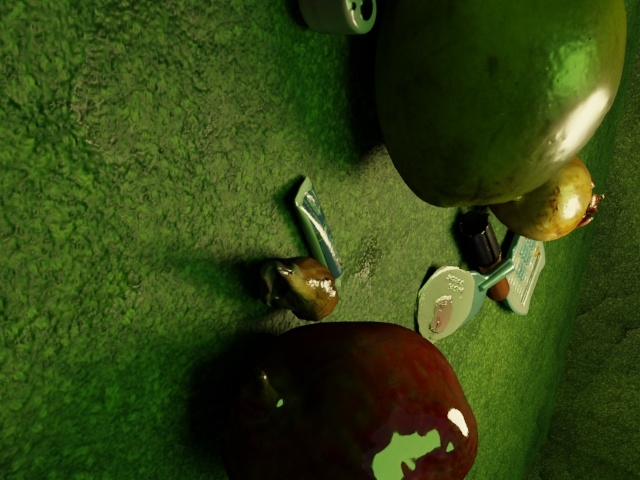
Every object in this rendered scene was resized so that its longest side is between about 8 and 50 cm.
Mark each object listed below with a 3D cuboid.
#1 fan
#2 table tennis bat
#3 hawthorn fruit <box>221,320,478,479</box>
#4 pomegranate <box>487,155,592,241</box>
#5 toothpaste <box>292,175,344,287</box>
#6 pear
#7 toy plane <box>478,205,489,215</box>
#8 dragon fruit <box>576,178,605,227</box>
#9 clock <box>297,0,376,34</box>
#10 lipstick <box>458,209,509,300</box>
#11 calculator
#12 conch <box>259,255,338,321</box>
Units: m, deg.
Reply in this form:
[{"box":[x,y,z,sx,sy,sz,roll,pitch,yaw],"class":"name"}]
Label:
[{"box":[0.248,0.203,1.189,0.182,0.010,0.310,20,95,-35],"class":"fan"},{"box":[0.355,0.115,1.252,0.237,0.038,0.149,-34,127,-11],"class":"table tennis bat"},{"box":[0.030,0.248,0.694,0.325,0.308,0.308,-8,111,-43],"class":"hawthorn fruit"},{"box":[0.498,-0.119,1.245,0.248,0.248,0.248,-27,125,-47],"class":"pomegranate"},{"box":[0.000,0.000,0.768,0.057,0.035,0.197,-65,147,-40],"class":"toothpaste"},{"box":[0.248,-0.246,0.763,0.352,0.352,0.413,-20,123,-50],"class":"pear"},{"box":[0.384,-0.048,1.289,0.083,0.033,0.080,-21,109,-49],"class":"toy plane"},{"box":[0.624,-0.109,1.427,0.192,0.274,0.193,30,106,-19],"class":"dragon fruit"},{"box":[0.017,-0.380,0.581,0.227,0.090,0.248,-62,143,-17],"class":"clock"},{"box":[0.417,0.055,1.342,0.077,0.077,0.418,-62,146,-16],"class":"lipstick"},{"box":[0.616,0.087,1.649,0.386,0.054,0.256,38,73,-57],"class":"calculator"},{"box":[-0.033,0.053,0.698,0.233,0.086,0.080,42,35,-54],"class":"conch"}]
